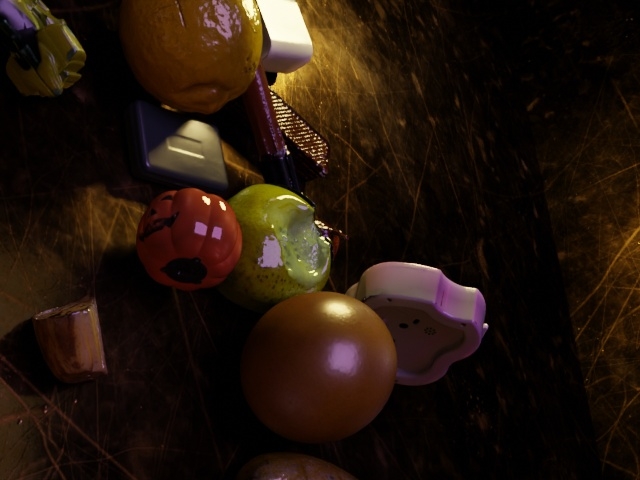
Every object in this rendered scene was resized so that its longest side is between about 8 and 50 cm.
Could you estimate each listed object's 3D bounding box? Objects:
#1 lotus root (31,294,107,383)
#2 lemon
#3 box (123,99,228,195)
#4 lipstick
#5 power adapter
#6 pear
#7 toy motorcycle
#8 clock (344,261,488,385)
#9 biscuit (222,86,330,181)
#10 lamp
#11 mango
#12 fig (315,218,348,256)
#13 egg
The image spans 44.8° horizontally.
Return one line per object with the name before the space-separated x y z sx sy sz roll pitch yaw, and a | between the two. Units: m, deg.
lotus root | -0.376 0.151 1.176 0.159 0.095 0.135 130 -54 -81
lemon | -0.251 -0.402 1.524 0.297 0.297 0.297 33 45 -41
box | -0.284 -0.181 1.545 0.230 0.050 0.160 12 61 -52
lipstick | -0.117 -0.236 1.716 0.077 0.077 0.419 -39 118 -57
power adapter | -0.149 -0.511 1.884 0.255 0.124 0.187 -11 79 -58
pear | -0.112 0.020 1.575 0.292 0.159 0.293 29 50 -41
toy motorcycle | -0.522 -0.379 1.241 0.342 0.142 0.206 50 37 -21
clock | 0.209 0.199 1.775 0.338 0.338 0.102 47 40 -28
biscuit | -0.118 -0.285 1.835 0.388 0.073 0.107 39 43 -36
lamp | -0.232 -0.008 1.384 0.187 0.187 0.164 39 35 -37
mango | -0.019 0.493 1.418 0.329 0.176 0.176 35 8 -11
fig | -0.016 0.004 1.754 0.128 0.150 0.129 5 68 -12
egg | 0.003 0.238 1.479 0.351 0.282 0.283 1 70 -57
